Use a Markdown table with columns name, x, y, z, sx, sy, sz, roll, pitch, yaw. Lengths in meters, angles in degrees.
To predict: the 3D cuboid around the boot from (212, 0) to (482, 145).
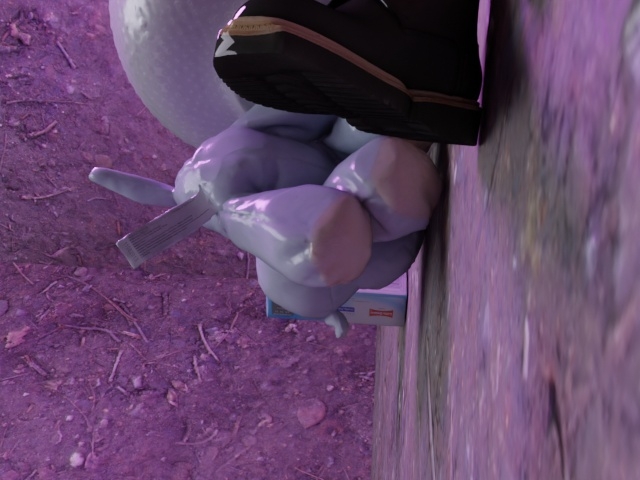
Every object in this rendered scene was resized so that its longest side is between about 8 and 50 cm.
| name | x | y | z | sx | sy | sz | roll | pitch | yaw |
| --- | --- | --- | --- | --- | --- | --- | --- | --- | --- |
| boot | 0.026 | -0.124 | 0.389 | 0.198 | 0.076 | 0.137 | 1 | -82 | -63 |

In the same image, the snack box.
| name | x | y | z | sx | sy | sz | roll | pitch | yaw |
| --- | --- | --- | --- | --- | --- | --- | --- | --- | --- |
| snack box | 0.033 | -0.001 | 1.210 | 0.322 | 0.187 | 0.060 | -81 | -6 | -56 |

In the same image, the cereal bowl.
| name | x | y | z | sx | sy | sz | roll | pitch | yaw |
| --- | --- | --- | --- | --- | --- | --- | --- | --- | --- |
| cereal bowl | -0.032 | -0.211 | 0.814 | 0.141 | 0.338 | 0.339 | -117 | 21 | -46 |

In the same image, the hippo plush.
| name | x | y | z | sx | sy | sz | roll | pitch | yaw |
| --- | --- | --- | --- | --- | --- | --- | --- | --- | --- |
| hippo plush | 0.000 | 0.000 | 0.749 | 0.234 | 0.294 | 0.237 | 55 | 176 | 42 |
